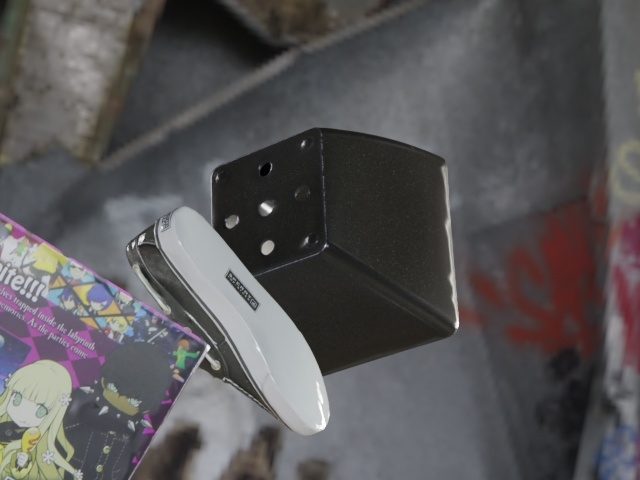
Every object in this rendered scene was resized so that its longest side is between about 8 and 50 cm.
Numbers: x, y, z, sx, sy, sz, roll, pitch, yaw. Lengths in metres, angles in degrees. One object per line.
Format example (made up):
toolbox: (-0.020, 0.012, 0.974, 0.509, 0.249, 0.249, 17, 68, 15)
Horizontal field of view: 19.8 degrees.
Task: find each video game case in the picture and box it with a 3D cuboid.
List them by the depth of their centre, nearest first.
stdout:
video game case: (-0.194, 0.073, 0.757, 0.232, 0.210, 0.042, 33, -9, -21)

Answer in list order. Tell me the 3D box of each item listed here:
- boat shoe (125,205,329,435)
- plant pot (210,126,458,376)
boat shoe: (-0.075, 0.075, 1.511, 0.070, 0.219, 0.078, -32, 8, 28)
plant pot: (0.000, 0.000, 1.679, 0.188, 0.187, 0.167, -19, -31, 30)
